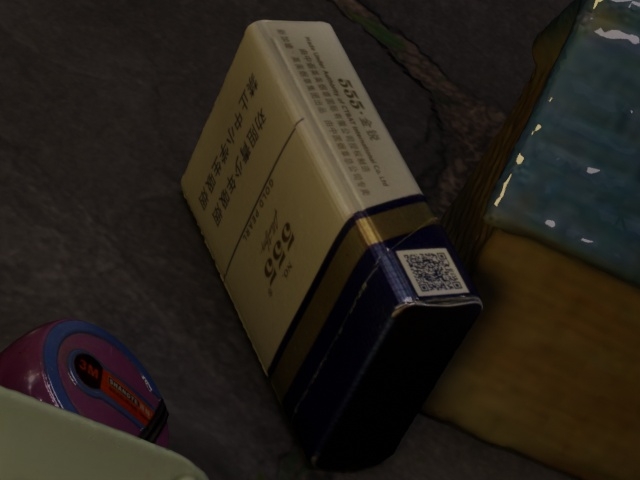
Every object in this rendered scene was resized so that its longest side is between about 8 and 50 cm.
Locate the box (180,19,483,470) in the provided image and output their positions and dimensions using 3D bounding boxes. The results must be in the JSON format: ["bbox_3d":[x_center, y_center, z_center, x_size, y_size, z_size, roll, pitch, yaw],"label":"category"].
[{"bbox_3d":[0.000,0.000,1.266,0.071,0.168,0.259,-4,50,-32],"label":"box"}]

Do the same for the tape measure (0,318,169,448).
[{"bbox_3d":[-0.143,0.110,1.119,0.118,0.074,0.125,41,27,-28],"label":"tape measure"}]

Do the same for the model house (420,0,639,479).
[{"bbox_3d":[0.278,-0.051,1.352,0.334,0.343,0.382,23,39,-5],"label":"model house"}]

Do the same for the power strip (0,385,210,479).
[{"bbox_3d":[-0.111,0.210,0.934,0.261,0.141,0.230,25,69,-27],"label":"power strip"}]
